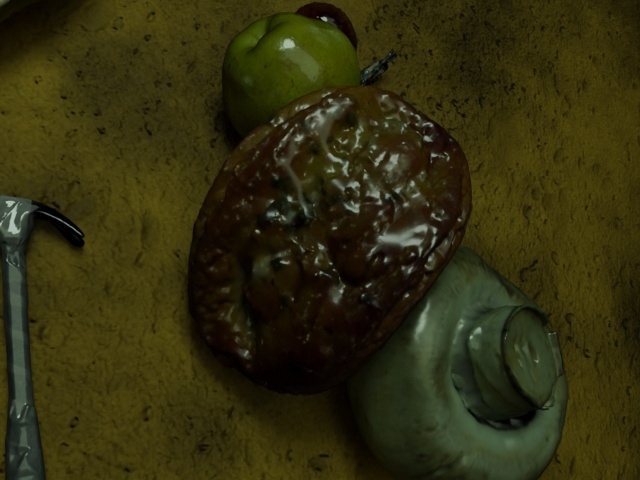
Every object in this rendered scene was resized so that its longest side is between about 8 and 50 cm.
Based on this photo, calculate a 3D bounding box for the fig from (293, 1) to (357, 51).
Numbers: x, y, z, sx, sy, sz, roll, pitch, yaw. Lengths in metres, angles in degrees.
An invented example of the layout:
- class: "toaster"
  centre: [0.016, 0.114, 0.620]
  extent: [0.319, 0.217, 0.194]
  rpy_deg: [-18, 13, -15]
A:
- class: "fig"
  centre: [-0.008, -0.325, 0.815]
  extent: [0.119, 0.153, 0.119]
  rpy_deg: [-9, 121, -15]

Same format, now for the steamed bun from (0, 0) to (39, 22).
- class: "steamed bun"
  centre: [-0.431, -0.331, 0.522]
  extent: [0.247, 0.189, 0.428]
  rpy_deg: [54, 54, -43]

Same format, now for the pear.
- class: "pear"
  centre: [-0.040, -0.212, 0.700]
  extent: [0.198, 0.198, 0.198]
  rpy_deg: [8, 74, -29]

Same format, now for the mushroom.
- class: "mushroom"
  centre: [0.196, 0.174, 0.701]
  extent: [0.352, 0.260, 0.352]
  rpy_deg: [11, 70, -33]

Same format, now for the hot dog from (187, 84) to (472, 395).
- class: "hot dog"
  centre: [0.000, 0.000, 0.596]
  extent: [0.267, 0.174, 0.388]
  rpy_deg: [39, 94, 11]

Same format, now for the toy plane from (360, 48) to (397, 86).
- class: "toy plane"
  centre: [0.081, -0.285, 0.873]
  extent: [0.120, 0.049, 0.031]
  rpy_deg: [-39, 99, -14]

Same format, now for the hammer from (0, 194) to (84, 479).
- class: "hammer"
  centre: [-0.322, 0.160, 0.526]
  extent: [0.152, 0.044, 0.427]
  rpy_deg: [-1, 79, -32]
